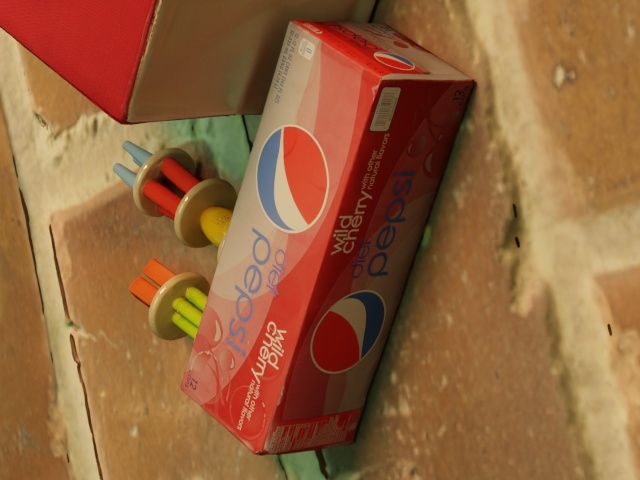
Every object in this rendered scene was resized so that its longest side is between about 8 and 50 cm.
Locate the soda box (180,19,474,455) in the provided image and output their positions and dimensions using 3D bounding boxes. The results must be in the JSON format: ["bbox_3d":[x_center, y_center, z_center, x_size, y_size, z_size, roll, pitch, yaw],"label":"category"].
[{"bbox_3d":[0.000,0.000,1.138,0.092,0.083,0.263,36,118,39],"label":"soda box"}]

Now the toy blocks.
[{"bbox_3d":[-0.100,0.004,1.267,0.148,0.054,0.123,35,118,40],"label":"toy blocks"}]

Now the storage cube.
[{"bbox_3d":[-0.084,-0.195,1.138,0.193,0.183,0.215,38,119,37],"label":"storage cube"}]
